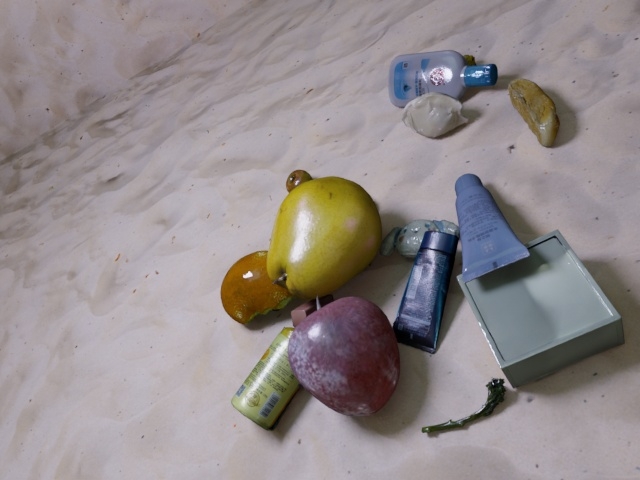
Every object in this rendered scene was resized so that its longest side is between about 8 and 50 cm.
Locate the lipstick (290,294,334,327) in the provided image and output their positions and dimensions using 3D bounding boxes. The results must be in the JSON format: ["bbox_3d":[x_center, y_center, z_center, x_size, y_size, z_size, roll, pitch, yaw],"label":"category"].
[{"bbox_3d":[-0.017,0.173,1.287,0.045,0.145,0.045,-4,98,30],"label":"lipstick"}]

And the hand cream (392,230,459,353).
[{"bbox_3d":[0.243,0.112,1.194,0.120,0.061,0.271,11,79,38],"label":"hand cream"}]

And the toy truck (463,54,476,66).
[{"bbox_3d":[0.452,-0.533,1.612,0.048,0.054,0.083,2,56,34],"label":"toy truck"}]

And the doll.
[{"bbox_3d":[0.249,-0.005,1.304,0.213,0.072,0.104,-15,40,26],"label":"doll"}]

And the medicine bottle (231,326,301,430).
[{"bbox_3d":[-0.098,0.319,1.235,0.124,0.124,0.239,21,68,42],"label":"medicine bottle"}]

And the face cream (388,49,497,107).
[{"bbox_3d":[0.365,-0.491,1.580,0.336,0.080,0.163,10,106,38],"label":"face cream"}]

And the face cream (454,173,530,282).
[{"bbox_3d":[0.360,-0.043,1.173,0.135,0.086,0.385,-26,25,20],"label":"face cream"}]

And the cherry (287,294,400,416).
[{"bbox_3d":[0.049,0.234,1.122,0.235,0.213,0.286,-27,64,-1],"label":"cherry"}]

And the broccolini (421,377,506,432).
[{"bbox_3d":[0.287,0.338,1.020,0.194,0.054,0.052,-36,62,5],"label":"broccolini"}]

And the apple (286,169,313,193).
[{"bbox_3d":[-0.067,-0.180,1.652,0.089,0.074,0.090,-19,48,23],"label":"apple"}]

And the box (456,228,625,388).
[{"bbox_3d":[0.428,0.138,1.034,0.224,0.117,0.225,-27,45,13],"label":"box"}]

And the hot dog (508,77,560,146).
[{"bbox_3d":[0.567,-0.345,1.361,0.073,0.084,0.243,-25,44,15],"label":"hot dog"}]

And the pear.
[{"bbox_3d":[0.007,-0.010,1.302,0.284,0.285,0.336,-13,21,24],"label":"pear"}]

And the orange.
[{"bbox_3d":[-0.170,0.114,1.419,0.237,0.159,0.179,-22,30,19],"label":"orange"}]

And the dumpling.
[{"bbox_3d":[0.327,-0.372,1.510,0.198,0.136,0.119,4,50,23],"label":"dumpling"}]
